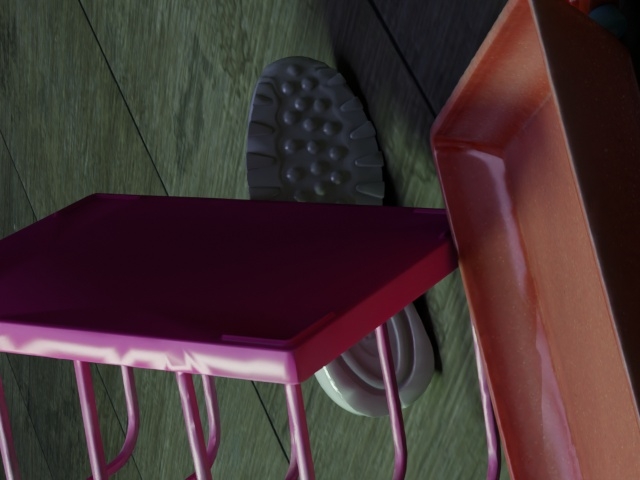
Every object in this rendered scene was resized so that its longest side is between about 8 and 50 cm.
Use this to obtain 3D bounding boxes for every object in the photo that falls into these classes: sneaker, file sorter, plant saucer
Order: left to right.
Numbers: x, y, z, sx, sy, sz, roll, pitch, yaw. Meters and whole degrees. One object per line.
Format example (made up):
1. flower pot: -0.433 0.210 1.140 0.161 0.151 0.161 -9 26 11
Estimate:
1. file sorter: -0.067 0.093 0.990 0.291 0.202 0.182 4 111 33
2. sneaker: 0.000 0.000 1.110 0.095 0.090 0.235 165 91 -80
3. plant saucer: 0.118 0.038 0.787 0.259 0.048 0.258 118 140 -78

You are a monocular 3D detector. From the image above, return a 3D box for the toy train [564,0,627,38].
1. toy train: 0.145 -0.095 0.712 0.166 0.046 0.125 55 169 32
